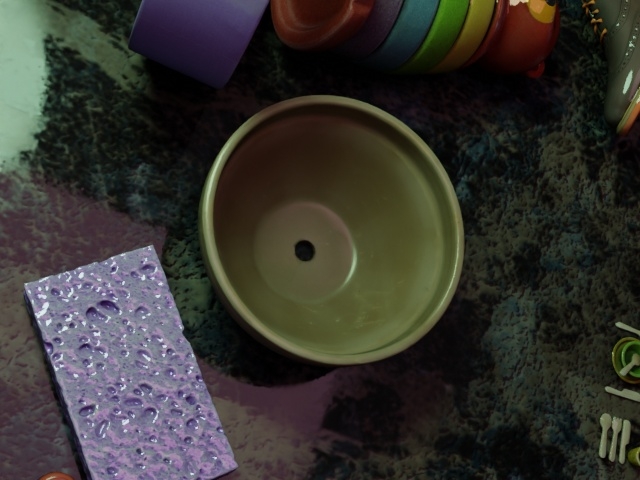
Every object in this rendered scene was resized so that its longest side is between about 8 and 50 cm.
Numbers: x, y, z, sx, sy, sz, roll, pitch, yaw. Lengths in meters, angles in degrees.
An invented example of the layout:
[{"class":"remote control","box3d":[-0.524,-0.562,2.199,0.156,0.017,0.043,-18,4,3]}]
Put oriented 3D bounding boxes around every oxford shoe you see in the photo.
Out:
[{"class":"oxford shoe","box3d":[0.331,-0.239,1.046,0.098,0.097,0.271,13,67,5]}]

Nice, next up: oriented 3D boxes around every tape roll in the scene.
[{"class":"tape roll","box3d":[-0.071,-0.271,0.801,0.090,0.275,0.275,24,70,-13]}]

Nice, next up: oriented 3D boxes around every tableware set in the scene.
[{"class":"tableware set","box3d":[0.343,0.164,0.972,0.104,0.024,0.154,19,71,-14]}]

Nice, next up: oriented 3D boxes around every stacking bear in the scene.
[{"class":"stacking bear","box3d":[0.113,-0.235,0.923,0.289,0.164,0.175,7,72,-29]}]

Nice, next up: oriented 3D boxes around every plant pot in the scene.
[{"class":"plant pot","box3d":[0.000,0.000,0.847,0.237,0.110,0.237,5,74,-18]}]

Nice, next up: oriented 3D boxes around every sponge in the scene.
[{"class":"sponge","box3d":[-0.160,0.118,0.791,0.117,0.031,0.210,-17,77,-26]}]

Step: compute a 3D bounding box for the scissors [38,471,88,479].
[{"class":"scissors","box3d":[-0.117,0.294,0.784,0.109,0.021,0.297,-40,93,-26]}]
